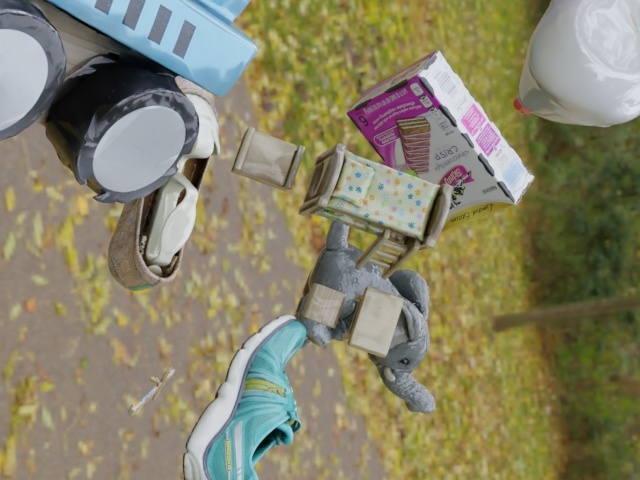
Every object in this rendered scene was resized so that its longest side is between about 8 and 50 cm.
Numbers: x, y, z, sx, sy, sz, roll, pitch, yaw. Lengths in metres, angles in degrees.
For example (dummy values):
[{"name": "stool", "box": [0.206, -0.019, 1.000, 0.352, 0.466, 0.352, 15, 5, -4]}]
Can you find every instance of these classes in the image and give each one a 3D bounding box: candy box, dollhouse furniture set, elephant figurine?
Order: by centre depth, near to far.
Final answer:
[{"name": "dollhouse furniture set", "box": [0.000, 0.000, 1.012, 0.101, 0.182, 0.160, 162, -53, -77]}, {"name": "elephant figurine", "box": [0.089, 0.112, 1.608, 0.186, 0.240, 0.169, 115, -5, -62]}, {"name": "candy box", "box": [0.169, -0.135, 1.624, 0.233, 0.159, 0.071, 50, 51, -14]}]

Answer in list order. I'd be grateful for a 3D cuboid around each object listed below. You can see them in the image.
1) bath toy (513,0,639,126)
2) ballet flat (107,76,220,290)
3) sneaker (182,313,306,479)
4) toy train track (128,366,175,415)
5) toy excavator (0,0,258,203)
[{"name": "bath toy", "box": [0.146, -0.234, 0.801, 0.129, 0.152, 0.348, 139, -63, -64]}, {"name": "ballet flat", "box": [-0.178, -0.086, 1.428, 0.108, 0.106, 0.315, 14, 87, -36]}, {"name": "sneaker", "box": [-0.074, 0.212, 1.429, 0.107, 0.110, 0.275, 96, 16, -49]}, {"name": "toy train track", "box": [-0.179, 0.156, 1.194, 0.048, 0.014, 0.083, -61, 172, 33]}, {"name": "toy excavator", "box": [-0.090, -0.261, 0.877, 0.222, 0.445, 0.433, 47, 14, 33]}]
